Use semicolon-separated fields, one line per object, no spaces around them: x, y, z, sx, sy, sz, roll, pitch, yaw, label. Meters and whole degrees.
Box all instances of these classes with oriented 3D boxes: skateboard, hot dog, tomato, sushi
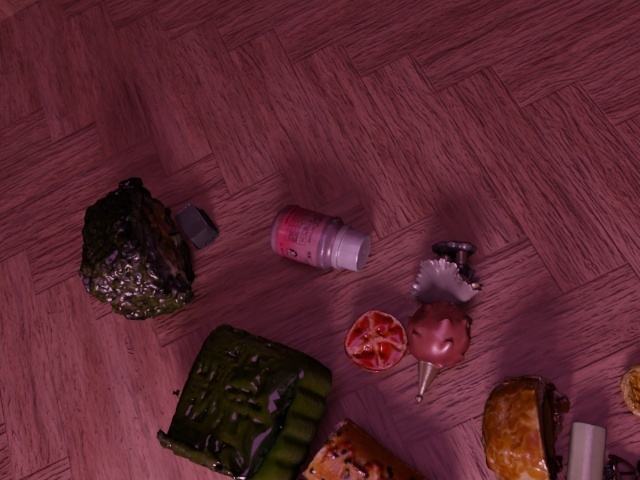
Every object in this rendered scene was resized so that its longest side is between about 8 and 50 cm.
0.630;0.510;1.215;0.080;0.067;0.151;-4;45;9;skateboard
0.088;0.629;1.262;0.365;0.196;0.367;32;83;20;hot dog
0.142;0.252;1.453;0.156;0.069;0.155;-6;65;14;tomato
-0.473;0.039;1.575;0.178;0.294;0.351;-27;51;12;sushi

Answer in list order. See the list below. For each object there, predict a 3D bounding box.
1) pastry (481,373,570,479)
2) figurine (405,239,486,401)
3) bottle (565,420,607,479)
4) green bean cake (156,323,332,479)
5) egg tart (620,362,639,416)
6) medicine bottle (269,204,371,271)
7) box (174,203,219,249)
0.414;0.407;1.241;0.170;0.237;0.255;-4;68;33;pastry
0.292;0.187;1.397;0.207;0.166;0.386;-10;61;45;figurine
0.555;0.489;1.250;0.072;0.072;0.201;8;72;18;bottle
-0.176;0.375;1.383;0.335;0.218;0.319;8;68;32;green bean cake
0.715;0.326;1.281;0.131;0.052;0.130;-6;68;15;egg tart
0.000;0.000;1.548;0.247;0.147;0.147;17;75;21;medicine bottle
-0.356;-0.043;1.700;0.084;0.069;0.122;-39;65;-4;box
